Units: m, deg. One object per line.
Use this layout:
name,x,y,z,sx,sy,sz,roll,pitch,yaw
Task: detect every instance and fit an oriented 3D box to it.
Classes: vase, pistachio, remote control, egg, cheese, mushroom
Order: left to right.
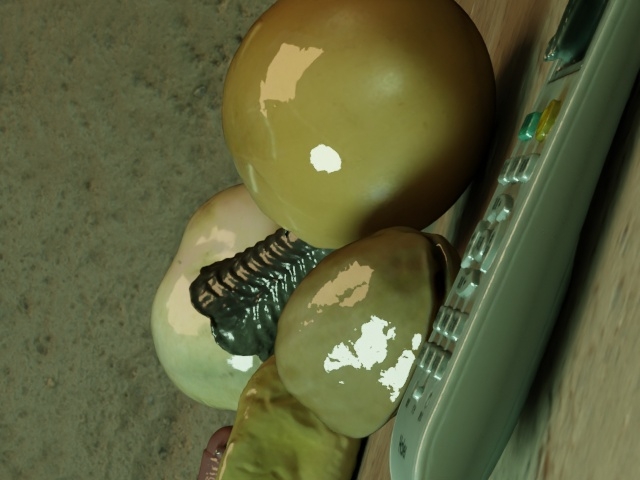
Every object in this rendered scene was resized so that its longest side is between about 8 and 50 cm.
cheese,-0.032,0.205,1.419,0.214,0.117,0.226,106,-174,-69
mushroom,-0.037,0.067,1.649,0.260,0.234,0.254,-34,49,12
vase,0.000,0.000,1.416,0.237,0.115,0.115,-42,19,31
egg,0.031,-0.099,1.182,0.244,0.201,0.201,141,148,-65
pistachio,0.035,0.058,1.104,0.185,0.108,0.126,120,146,-42
remote control,0.102,-0.004,0.775,0.103,0.051,0.293,-163,95,-86

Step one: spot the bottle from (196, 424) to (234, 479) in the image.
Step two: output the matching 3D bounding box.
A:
bottle,-0.097,0.311,1.701,0.110,0.110,0.233,-122,44,-86
